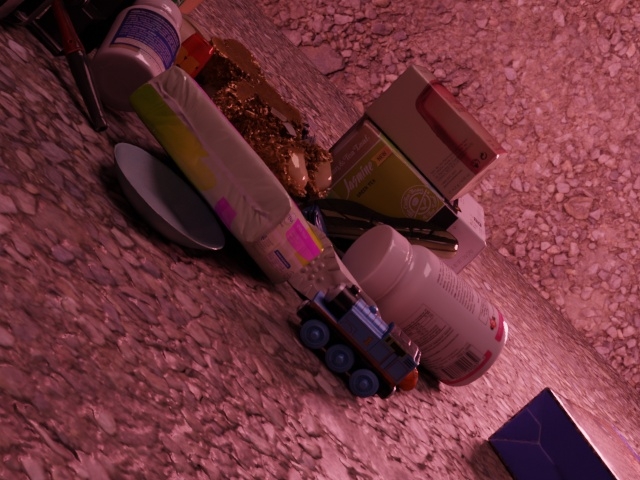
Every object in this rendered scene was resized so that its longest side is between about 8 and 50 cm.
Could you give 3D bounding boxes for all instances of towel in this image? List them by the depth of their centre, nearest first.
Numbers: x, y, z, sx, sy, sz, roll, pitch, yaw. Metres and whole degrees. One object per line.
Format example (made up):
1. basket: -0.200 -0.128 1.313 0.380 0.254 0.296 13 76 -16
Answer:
1. towel: 0.000 0.000 1.990 0.067 0.029 0.119 -60 133 -78

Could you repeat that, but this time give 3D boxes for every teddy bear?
1. teddy bear: -0.107 -0.197 2.055 0.338 0.113 0.245 47 25 2

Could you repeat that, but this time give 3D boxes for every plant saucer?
1. plant saucer: -0.209 -0.048 1.567 0.195 0.037 0.195 44 13 -12

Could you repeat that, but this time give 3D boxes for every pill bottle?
1. pill bottle: -0.274 -0.291 1.802 0.112 0.112 0.186 40 40 -23
2. pill bottle: 0.170 0.109 2.006 0.283 0.160 0.160 41 14 -23

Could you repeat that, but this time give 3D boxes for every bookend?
1. bookend: -0.354 -0.364 1.817 0.072 0.156 0.157 45 14 -2

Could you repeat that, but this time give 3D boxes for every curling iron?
1. curling iron: -0.342 -0.277 1.690 0.035 0.068 0.274 20 50 -56

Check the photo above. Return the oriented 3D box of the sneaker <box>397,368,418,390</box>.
1. sneaker: 0.097 0.187 1.787 0.064 0.067 0.175 31 -14 37

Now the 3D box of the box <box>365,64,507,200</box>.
1. box: 0.217 -0.199 2.192 0.232 0.127 0.148 48 15 7

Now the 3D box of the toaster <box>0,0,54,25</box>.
1. toaster: -0.470 -0.395 1.647 0.185 0.110 0.168 48 12 10

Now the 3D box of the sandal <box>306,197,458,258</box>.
1. sandal: 0.091 0.001 2.086 0.303 0.086 0.120 14 26 -1

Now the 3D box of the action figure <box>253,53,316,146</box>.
1. action figure: -0.100 -0.245 2.398 0.185 0.099 0.285 39 17 -48

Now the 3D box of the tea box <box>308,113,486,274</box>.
1. tea box: 0.135 -0.066 2.298 0.323 0.220 0.329 43 14 -5

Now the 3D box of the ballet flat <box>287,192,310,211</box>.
1. ballet flat: -0.077 -0.053 1.986 0.084 0.058 0.250 42 17 1

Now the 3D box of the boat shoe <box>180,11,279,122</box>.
1. boat shoe: -0.207 -0.305 2.219 0.324 0.123 0.116 38 16 7

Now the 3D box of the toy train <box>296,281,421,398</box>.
1. toy train: 0.052 0.138 1.666 0.184 0.105 0.080 46 12 -2

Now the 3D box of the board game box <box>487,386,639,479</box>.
1. board game box: 0.461 0.414 2.029 0.291 0.141 0.232 31 19 -47

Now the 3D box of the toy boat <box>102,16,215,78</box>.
1. toy boat: -0.298 -0.337 2.001 0.267 0.148 0.318 40 6 -45

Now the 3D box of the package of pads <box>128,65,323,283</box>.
1. package of pads: -0.129 -0.090 1.705 0.296 0.101 0.229 51 -2 21

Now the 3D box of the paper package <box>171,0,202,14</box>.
1. paper package: -0.387 -0.567 2.318 0.309 0.168 0.325 46 12 1

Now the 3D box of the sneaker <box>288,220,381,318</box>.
1. sneaker: 0.013 0.071 1.840 0.235 0.090 0.095 55 2 22
